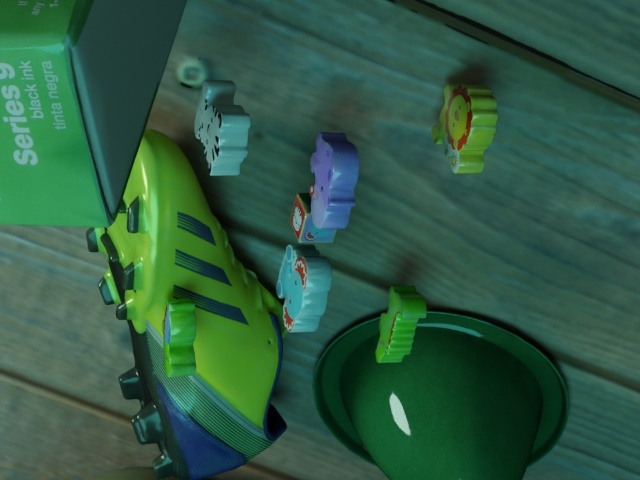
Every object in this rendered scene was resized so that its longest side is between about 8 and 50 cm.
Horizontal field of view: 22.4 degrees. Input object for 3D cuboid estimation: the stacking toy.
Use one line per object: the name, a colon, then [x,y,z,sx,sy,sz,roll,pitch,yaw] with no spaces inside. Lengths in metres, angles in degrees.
stacking toy: [0.000,0.000,0.966,0.167,0.052,0.221,-1,129,-20]

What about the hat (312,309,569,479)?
hat: [0.085,0.174,1.080,0.208,0.183,0.173,18,132,-6]

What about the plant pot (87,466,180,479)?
plant pot: [-0.140,0.287,1.225,0.284,0.191,0.284,5,133,5]

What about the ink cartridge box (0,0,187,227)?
ink cartridge box: [-0.233,-0.119,0.839,0.289,0.211,0.121,1,134,9]

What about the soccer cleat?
soccer cleat: [-0.079,0.039,1.070,0.121,0.093,0.289,-18,130,-15]
